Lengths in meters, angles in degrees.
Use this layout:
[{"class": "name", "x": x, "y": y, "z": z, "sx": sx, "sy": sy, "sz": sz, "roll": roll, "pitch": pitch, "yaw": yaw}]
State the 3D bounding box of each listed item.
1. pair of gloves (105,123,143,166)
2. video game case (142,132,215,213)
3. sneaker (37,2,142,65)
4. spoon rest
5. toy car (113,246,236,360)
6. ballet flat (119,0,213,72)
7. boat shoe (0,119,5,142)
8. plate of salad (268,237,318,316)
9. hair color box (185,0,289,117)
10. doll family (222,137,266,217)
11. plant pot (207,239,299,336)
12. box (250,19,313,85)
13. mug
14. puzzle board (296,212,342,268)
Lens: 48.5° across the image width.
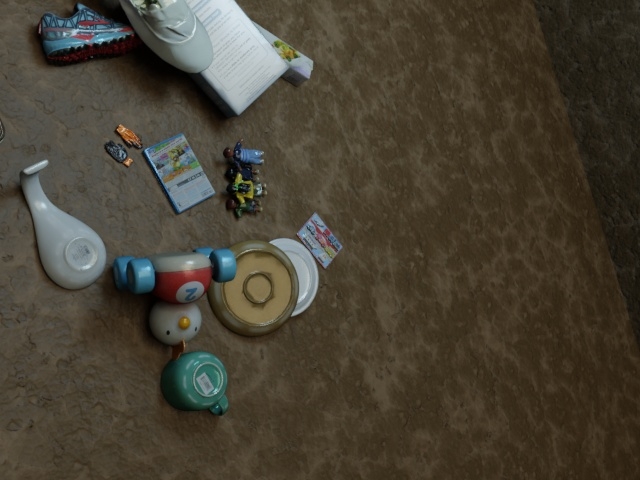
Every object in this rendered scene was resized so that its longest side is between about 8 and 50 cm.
[{"class": "pair of gloves", "x": -0.447, "y": -0.217, "z": 1.622, "sx": 0.074, "sy": 0.010, "sz": 0.083, "roll": 40, "pitch": 58, "yaw": -25}, {"class": "video game case", "x": -0.336, "y": -0.161, "z": 1.695, "sx": 0.119, "sy": 0.015, "sz": 0.166, "roll": -34, "pitch": 100, "yaw": -39}, {"class": "sneaker", "x": -0.501, "y": -0.481, "z": 1.592, "sx": 0.262, "sy": 0.104, "sz": 0.125, "roll": -24, "pitch": 91, "yaw": -41}, {"class": "spoon rest", "x": -0.537, "y": -0.029, "z": 1.464, "sx": 0.137, "sy": 0.084, "sz": 0.276, "roll": -36, "pitch": 114, "yaw": -38}, {"class": "toy car", "x": -0.306, "y": 0.143, "z": 1.525, "sx": 0.219, "sy": 0.210, "sz": 0.237, "roll": -7, "pitch": 95, "yaw": -30}, {"class": "ballet flat", "x": -0.376, "y": -0.545, "z": 1.555, "sx": 0.400, "sy": 0.139, "sz": 0.139, "roll": 54, "pitch": 51, "yaw": -10}, {"class": "boat shoe", "x": -0.703, "y": -0.300, "z": 1.378, "sx": 0.095, "sy": 0.095, "sz": 0.257, "roll": -44, "pitch": 106, "yaw": -38}, {"class": "plate of salad", "x": -0.093, "y": 0.094, "z": 1.799, "sx": 0.200, "sy": 0.048, "sz": 0.199, "roll": 3, "pitch": 84, "yaw": -33}, {"class": "hair color box", "x": -0.275, "y": -0.501, "z": 1.734, "sx": 0.185, "sy": 0.114, "sz": 0.374, "roll": -46, "pitch": 110, "yaw": -11}, {"class": "doll family", "x": -0.196, "y": -0.156, "z": 1.775, "sx": 0.112, "sy": 0.076, "sz": 0.192, "roll": 3, "pitch": 71, "yaw": -35}, {"class": "plant pot", "x": -0.154, "y": 0.114, "z": 1.713, "sx": 0.237, "sy": 0.032, "sz": 0.236, "roll": 2, "pitch": 86, "yaw": -26}, {"class": "box", "x": -0.164, "y": -0.526, "z": 1.906, "sx": 0.324, "sy": 0.067, "sz": 0.063, "roll": 26, "pitch": 62, "yaw": -31}, {"class": "mug", "x": -0.259, "y": 0.312, "z": 1.568, "sx": 0.158, "sy": 0.097, "sz": 0.129, "roll": 19, "pitch": 66, "yaw": -34}, {"class": "puzzle board", "x": 0.000, "y": 0.000, "z": 1.928, "sx": 0.128, "sy": 0.011, "sz": 0.096, "roll": 51, "pitch": 52, "yaw": -16}]
